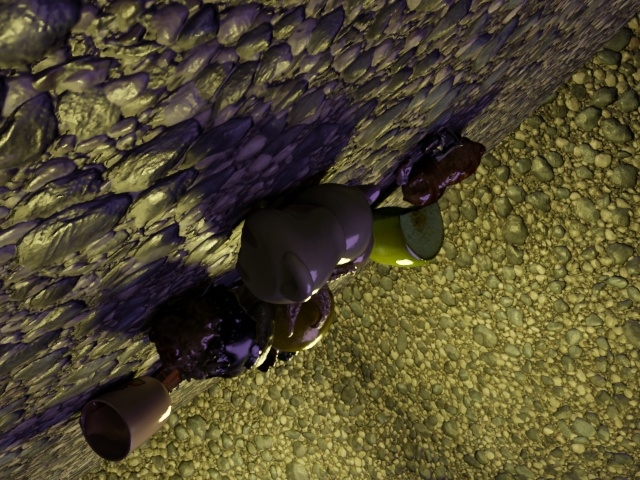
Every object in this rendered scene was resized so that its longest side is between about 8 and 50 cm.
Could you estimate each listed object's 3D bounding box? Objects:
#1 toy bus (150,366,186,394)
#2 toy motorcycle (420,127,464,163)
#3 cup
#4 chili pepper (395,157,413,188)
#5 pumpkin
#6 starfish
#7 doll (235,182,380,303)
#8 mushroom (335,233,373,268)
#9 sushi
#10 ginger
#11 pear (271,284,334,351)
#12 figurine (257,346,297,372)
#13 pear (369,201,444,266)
[{"bbox_3d":[-0.507,0.464,1.785,0.235,0.096,0.073,-43,170,20],"label":"toy bus"},{"bbox_3d":[0.393,-0.308,1.655,0.122,0.080,0.215,-43,164,19],"label":"toy motorcycle"},{"bbox_3d":[-0.599,0.526,1.562,0.253,0.191,0.200,-11,-174,25],"label":"cup"},{"bbox_3d":[0.274,-0.227,1.697,0.050,0.041,0.153,-56,163,-31],"label":"chili pepper"},{"bbox_3d":[-0.249,0.267,1.490,0.325,0.232,0.242,-38,168,-25],"label":"pumpkin"},{"bbox_3d":[-0.052,0.130,1.541,0.299,0.302,0.060,-42,-151,2],"label":"starfish"},{"bbox_3d":[-0.031,-0.002,1.140,0.370,0.226,0.214,-42,145,-48],"label":"doll"},{"bbox_3d":[0.057,0.009,1.641,0.206,0.209,0.206,-168,-90,-84],"label":"mushroom"},{"bbox_3d":[-0.289,0.235,1.245,0.219,0.225,0.238,-13,121,-49],"label":"sushi"},{"bbox_3d":[0.449,-0.252,1.891,0.358,0.152,0.274,-39,170,9],"label":"ginger"},{"bbox_3d":[-0.088,0.228,1.737,0.294,0.294,0.294,-38,170,-8],"label":"pear"},{"bbox_3d":[-0.115,0.352,1.950,0.281,0.167,0.370,-50,174,39],"label":"figurine"},{"bbox_3d":[0.272,-0.013,1.954,0.318,0.238,0.343,-8,-173,40],"label":"pear"}]
